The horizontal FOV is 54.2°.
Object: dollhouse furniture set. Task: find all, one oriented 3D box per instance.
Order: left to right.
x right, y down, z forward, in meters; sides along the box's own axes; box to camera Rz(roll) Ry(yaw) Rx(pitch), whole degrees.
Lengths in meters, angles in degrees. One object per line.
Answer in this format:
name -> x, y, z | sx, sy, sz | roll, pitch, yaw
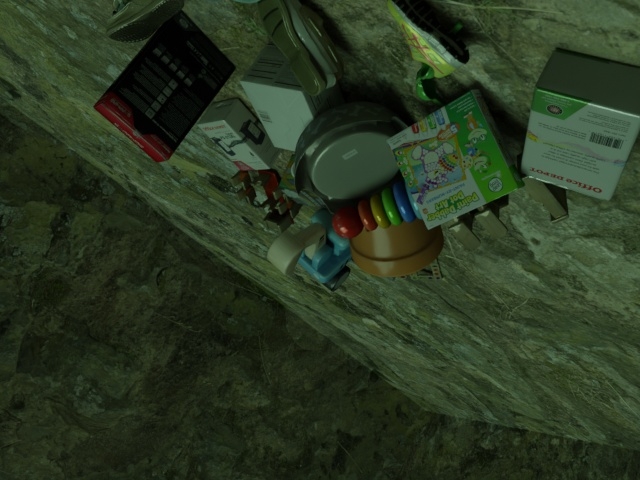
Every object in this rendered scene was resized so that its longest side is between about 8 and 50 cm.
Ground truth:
dollhouse furniture set -> -0.174, -0.165, 2.376 | 0.261, 0.135, 0.259 | 18, 144, 29
dollhouse furniture set -> 0.461, -0.094, 1.553 | 0.242, 0.212, 0.161 | -27, 123, 36

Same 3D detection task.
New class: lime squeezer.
lime squeezer -> 0.267, -0.366, 1.416 | 0.109, 0.059, 0.310 | 21, 155, 24

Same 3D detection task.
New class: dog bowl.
dog bowl -> 0.090, -0.220, 1.664 | 0.348, 0.102, 0.349 | -11, 143, -8

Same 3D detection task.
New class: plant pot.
plant pot -> 0.215, -0.059, 1.883 | 0.290, 0.291, 0.204 | 15, 137, 35

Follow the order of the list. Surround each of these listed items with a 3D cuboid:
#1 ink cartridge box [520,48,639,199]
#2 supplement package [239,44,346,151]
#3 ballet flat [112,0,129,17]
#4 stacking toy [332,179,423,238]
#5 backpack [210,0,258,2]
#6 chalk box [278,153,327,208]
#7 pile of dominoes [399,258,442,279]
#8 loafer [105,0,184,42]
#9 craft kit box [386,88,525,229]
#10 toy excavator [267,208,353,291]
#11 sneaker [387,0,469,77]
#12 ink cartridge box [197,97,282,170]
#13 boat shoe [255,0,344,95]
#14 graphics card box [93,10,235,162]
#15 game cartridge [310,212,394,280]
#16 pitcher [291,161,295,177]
ink cartridge box -> 0.537, -0.228, 1.277 | 0.201, 0.117, 0.278 | 22, 157, 22
supplement package -> -0.058, -0.374, 1.698 | 0.204, 0.145, 0.262 | 18, 154, 29
ballet flat -> -0.563, -0.680, 1.810 | 0.221, 0.077, 0.079 | -8, 117, 58
stacking toy -> 0.186, -0.089, 1.687 | 0.330, 0.141, 0.141 | -19, 139, 13
backpack -> -0.204, -0.617, 1.312 | 0.253, 0.191, 0.225 | 20, 142, 14
chalk box -> -0.003, -0.190, 2.018 | 0.213, 0.132, 0.132 | 10, 161, 40
pile of dominoes -> 0.325, 0.091, 2.258 | 0.195, 0.040, 0.251 | -2, 146, 20
loafer -> -0.480, -0.625, 1.699 | 0.268, 0.092, 0.102 | -18, 168, 28
craft kit box -> 0.310, -0.184, 1.467 | 0.249, 0.061, 0.247 | -28, 89, 37
toy excavator -> 0.000, 0.000, 2.062 | 0.222, 0.433, 0.445 | 41, 158, 17
sneaker -> 0.205, -0.418, 1.296 | 0.208, 0.081, 0.094 | 46, 144, -3
ink cartridge box -> -0.269, -0.348, 2.088 | 0.172, 0.100, 0.237 | 3, 146, 48
boat shoe -> -0.051, -0.498, 1.479 | 0.113, 0.103, 0.302 | 0, 122, 61
graphics card box -> -0.429, -0.431, 1.754 | 0.233, 0.371, 0.094 | 42, 155, -29
game cartridge -> 0.136, 0.022, 2.420 | 0.354, 0.068, 0.230 | 24, 153, 17
pitcher -> 0.029, -0.223, 1.882 | 0.207, 0.178, 0.125 | 32, -163, 1
